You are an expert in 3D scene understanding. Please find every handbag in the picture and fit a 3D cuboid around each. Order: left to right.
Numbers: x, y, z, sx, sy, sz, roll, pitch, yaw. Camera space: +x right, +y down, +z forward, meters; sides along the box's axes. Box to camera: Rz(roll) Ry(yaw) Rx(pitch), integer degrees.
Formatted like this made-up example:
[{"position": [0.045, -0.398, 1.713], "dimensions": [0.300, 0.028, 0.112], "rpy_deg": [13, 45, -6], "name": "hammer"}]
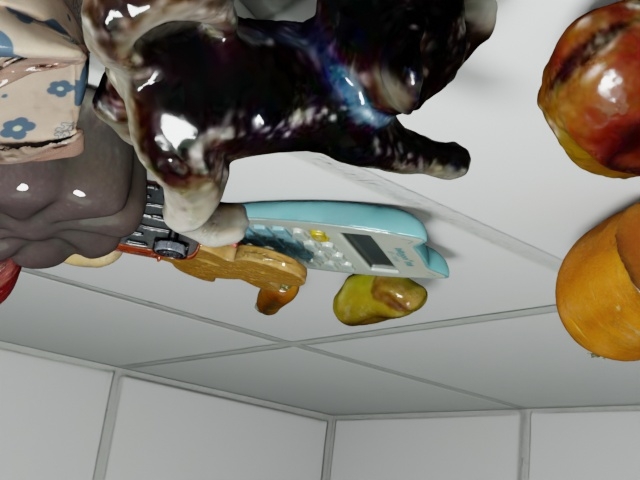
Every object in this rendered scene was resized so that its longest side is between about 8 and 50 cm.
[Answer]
[{"position": [-0.290, -0.180, 0.746], "dimensions": [0.193, 0.190, 0.251], "rpy_deg": [5, 161, -16], "name": "handbag"}]

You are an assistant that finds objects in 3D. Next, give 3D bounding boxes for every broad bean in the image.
[{"position": [0.282, -0.130, 0.778], "dimensions": [0.156, 0.122, 0.228], "rpy_deg": [-32, 151, 23], "name": "broad bean"}]

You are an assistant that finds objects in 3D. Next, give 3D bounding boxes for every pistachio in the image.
[{"position": [0.110, 0.097, 1.560], "dimensions": [0.189, 0.100, 0.110], "rpy_deg": [-19, 172, 36], "name": "pistachio"}]

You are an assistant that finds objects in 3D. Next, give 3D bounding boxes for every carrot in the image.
[{"position": [-0.085, 0.099, 1.676], "dimensions": [0.067, 0.067, 0.225], "rpy_deg": [11, 163, -11], "name": "carrot"}, {"position": [0.430, 0.061, 1.185], "dimensions": [0.193, 0.214, 0.331], "rpy_deg": [35, 158, 7], "name": "carrot"}]

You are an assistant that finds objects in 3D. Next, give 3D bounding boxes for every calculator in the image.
[{"position": [0.000, 0.000, 1.372], "dimensions": [0.386, 0.054, 0.256], "rpy_deg": [1, 161, 20], "name": "calculator"}]

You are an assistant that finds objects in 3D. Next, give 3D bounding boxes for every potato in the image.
[{"position": [-0.377, -0.008, 1.408], "dimensions": [0.147, 0.112, 0.112], "rpy_deg": [7, 162, 16], "name": "potato"}]

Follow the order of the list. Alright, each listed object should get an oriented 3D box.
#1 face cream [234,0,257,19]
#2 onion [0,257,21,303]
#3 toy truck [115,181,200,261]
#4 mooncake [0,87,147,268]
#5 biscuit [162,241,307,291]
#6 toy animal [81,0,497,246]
[{"position": [-0.082, -0.188, 0.839], "dimensions": [0.072, 0.051, 0.182], "rpy_deg": [-3, 160, 17], "name": "face cream"}, {"position": [-0.575, -0.001, 1.273], "dimensions": [0.276, 0.276, 0.276], "rpy_deg": [6, 162, 2], "name": "onion"}, {"position": [-0.299, -0.035, 1.289], "dimensions": [0.252, 0.107, 0.114], "rpy_deg": [11, 162, -7], "name": "toy truck"}, {"position": [-0.355, -0.073, 1.070], "dimensions": [0.306, 0.154, 0.306], "rpy_deg": [-6, 163, -2], "name": "mooncake"}, {"position": [-0.153, 0.027, 1.415], "dimensions": [0.339, 0.047, 0.216], "rpy_deg": [1, 159, 46], "name": "biscuit"}, {"position": [-0.013, -0.142, 0.685], "dimensions": [0.344, 0.194, 0.303], "rpy_deg": [-19, 158, -10], "name": "toy animal"}]
